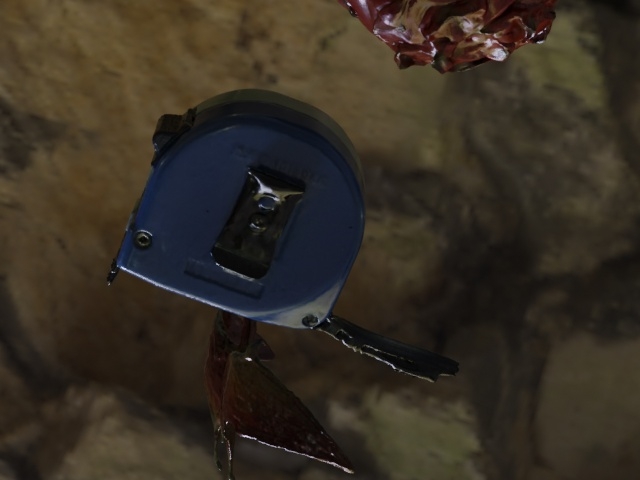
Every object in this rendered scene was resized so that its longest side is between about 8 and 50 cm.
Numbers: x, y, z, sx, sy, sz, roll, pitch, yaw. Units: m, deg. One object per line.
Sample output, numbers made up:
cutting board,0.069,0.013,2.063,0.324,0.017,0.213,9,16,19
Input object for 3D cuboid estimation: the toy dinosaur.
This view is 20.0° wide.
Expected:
toy dinosaur,-0.055,0.142,1.800,0.327,0.113,0.206,138,139,-70

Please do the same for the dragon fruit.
dragon fruit,0.118,-0.278,1.653,0.241,0.252,0.241,-45,-9,-9

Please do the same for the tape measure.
tape measure,0.000,0.000,1.645,0.098,0.351,0.215,-90,21,-65
